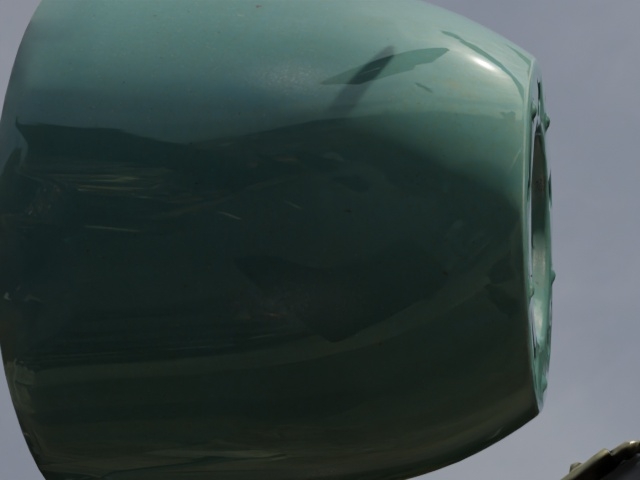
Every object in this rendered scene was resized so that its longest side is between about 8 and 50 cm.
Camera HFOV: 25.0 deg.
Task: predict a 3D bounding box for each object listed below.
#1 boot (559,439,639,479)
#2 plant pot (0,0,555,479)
[{"bbox_3d":[0.044,0.094,0.301,0.260,0.131,0.348,-29,-30,18],"label":"boot"},{"bbox_3d":[0.000,0.000,0.755,0.235,0.293,0.293,0,-43,13],"label":"plant pot"}]
